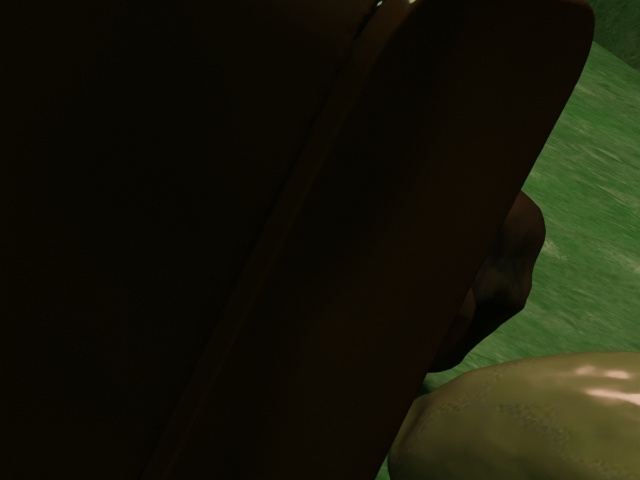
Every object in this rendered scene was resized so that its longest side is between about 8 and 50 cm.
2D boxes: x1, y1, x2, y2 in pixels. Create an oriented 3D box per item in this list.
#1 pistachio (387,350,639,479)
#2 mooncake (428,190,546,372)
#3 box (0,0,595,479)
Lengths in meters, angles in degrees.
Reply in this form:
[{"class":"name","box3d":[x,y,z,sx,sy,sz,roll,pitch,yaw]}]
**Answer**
[{"class":"pistachio","box3d":[0.180,0.173,0.878,0.331,0.208,0.226,31,60,31]},{"class":"mooncake","box3d":[0.000,0.000,1.110,0.333,0.174,0.326,25,20,-20]},{"class":"box","box3d":[-0.067,-0.017,0.784,0.229,0.339,0.239,32,17,22]}]
